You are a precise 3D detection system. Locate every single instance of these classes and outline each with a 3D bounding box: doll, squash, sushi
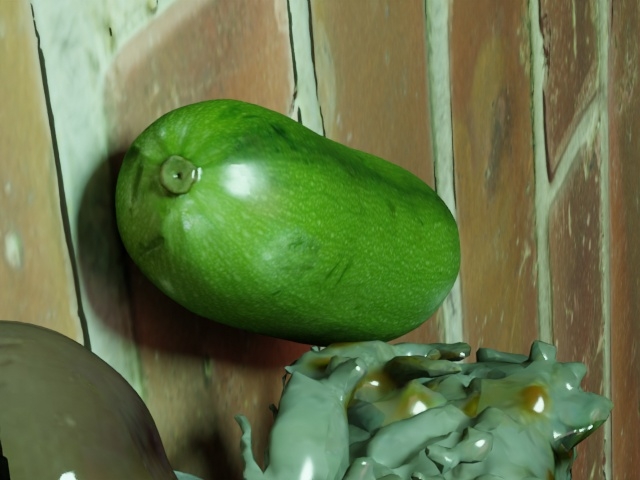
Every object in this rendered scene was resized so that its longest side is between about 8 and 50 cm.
[{"bbox_3d":[-0.111,0.089,0.634,0.188,0.096,0.145,29,34,-51],"label":"doll"},{"bbox_3d":[0.000,0.000,0.918,0.378,0.101,0.101,11,84,-73],"label":"squash"},{"bbox_3d":[0.071,0.233,0.886,0.417,0.175,0.418,-10,90,-86],"label":"sushi"}]

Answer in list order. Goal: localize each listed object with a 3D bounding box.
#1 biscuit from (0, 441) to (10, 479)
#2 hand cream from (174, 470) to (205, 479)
[{"bbox_3d":[-0.137,0.028,0.474,0.195,0.053,0.194,62,6,-12],"label":"biscuit"},{"bbox_3d":[-0.096,0.222,0.769,0.095,0.059,0.276,69,36,-57],"label":"hand cream"}]
